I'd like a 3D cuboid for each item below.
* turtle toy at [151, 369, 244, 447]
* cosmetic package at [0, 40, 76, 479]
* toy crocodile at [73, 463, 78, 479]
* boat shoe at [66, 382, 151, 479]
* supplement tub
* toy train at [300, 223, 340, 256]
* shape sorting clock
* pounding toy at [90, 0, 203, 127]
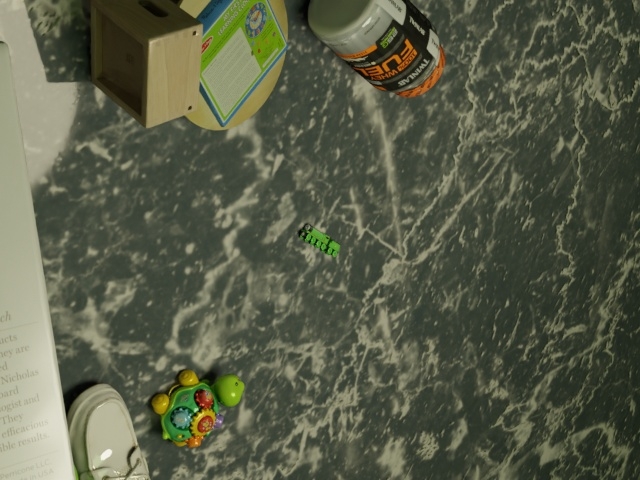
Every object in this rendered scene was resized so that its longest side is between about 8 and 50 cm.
[{"bbox_3d":[-0.162,0.226,1.514,0.130,0.066,0.095,-41,134,-23],"label":"turtle toy"},{"bbox_3d":[-0.365,0.063,1.014,0.161,0.230,0.453,-12,98,-40],"label":"cosmetic package"},{"bbox_3d":[-0.379,0.244,1.288,0.115,0.105,0.340,-21,138,16],"label":"toy crocodile"},{"bbox_3d":[-0.257,0.311,1.439,0.098,0.096,0.277,-27,127,-34],"label":"boat shoe"},{"bbox_3d":[0.079,-0.270,1.471,0.190,0.117,0.117,31,86,-47],"label":"supplement tub"},{"bbox_3d":[0.000,0.000,1.601,0.083,0.017,0.024,33,75,-48],"label":"toy train"},{"bbox_3d":[-0.112,-0.235,1.353,0.206,0.040,0.206,-34,136,-41],"label":"shape sorting clock"},{"bbox_3d":[-0.190,-0.224,1.232,0.100,0.141,0.130,-25,140,-35],"label":"pounding toy"}]
